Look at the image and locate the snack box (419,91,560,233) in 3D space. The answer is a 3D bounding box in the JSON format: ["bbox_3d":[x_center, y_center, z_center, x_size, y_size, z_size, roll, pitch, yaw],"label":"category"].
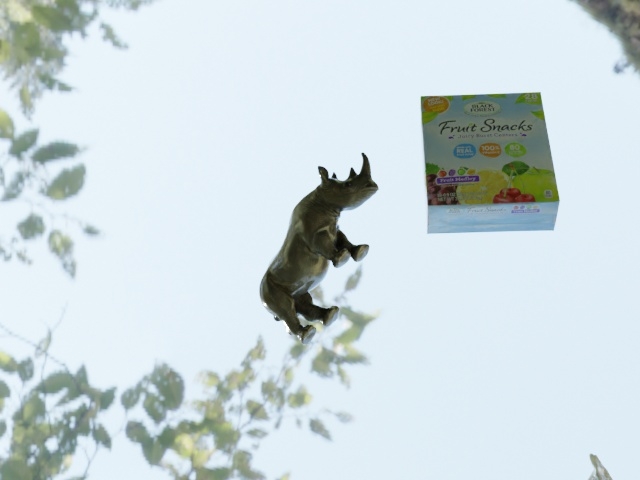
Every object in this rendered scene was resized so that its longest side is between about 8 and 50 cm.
[{"bbox_3d":[0.227,-0.110,1.346,0.174,0.070,0.207,-2,-129,3],"label":"snack box"}]

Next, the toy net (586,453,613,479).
[{"bbox_3d":[0.321,0.328,1.058,0.122,0.045,0.232,41,-160,-36],"label":"toy net"}]

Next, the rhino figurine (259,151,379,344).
[{"bbox_3d":[0.000,0.000,1.214,0.106,0.243,0.073,29,-172,29],"label":"rhino figurine"}]
